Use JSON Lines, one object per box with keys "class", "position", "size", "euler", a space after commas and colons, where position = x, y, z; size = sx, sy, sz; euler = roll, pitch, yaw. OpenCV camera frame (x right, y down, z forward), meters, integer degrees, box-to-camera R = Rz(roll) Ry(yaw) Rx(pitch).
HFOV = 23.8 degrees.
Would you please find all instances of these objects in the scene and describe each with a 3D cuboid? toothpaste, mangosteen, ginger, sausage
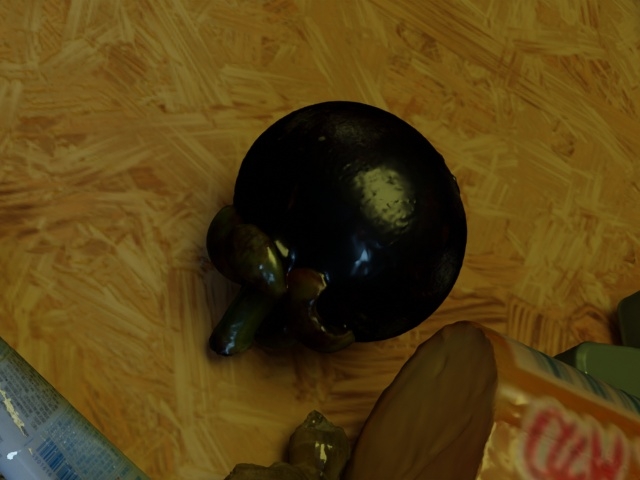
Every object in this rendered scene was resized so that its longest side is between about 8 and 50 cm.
{"class": "toothpaste", "position": [-0.199, 0.130, 1.039], "size": [0.234, 0.057, 0.089], "euler": [47, 50, -7]}
{"class": "mangosteen", "position": [0.000, 0.000, 1.172], "size": [0.230, 0.194, 0.194], "euler": [-33, 81, -15]}
{"class": "ginger", "position": [-0.030, 0.185, 1.104], "size": [0.096, 0.067, 0.165], "euler": [31, 37, -13]}
{"class": "sausage", "position": [0.181, 0.213, 1.109], "size": [0.287, 0.233, 0.233], "euler": [27, 51, -18]}

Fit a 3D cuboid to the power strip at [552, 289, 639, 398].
{"class": "power strip", "position": [0.316, 0.135, 1.357], "size": [0.265, 0.059, 0.193], "euler": [10, 61, -28]}
